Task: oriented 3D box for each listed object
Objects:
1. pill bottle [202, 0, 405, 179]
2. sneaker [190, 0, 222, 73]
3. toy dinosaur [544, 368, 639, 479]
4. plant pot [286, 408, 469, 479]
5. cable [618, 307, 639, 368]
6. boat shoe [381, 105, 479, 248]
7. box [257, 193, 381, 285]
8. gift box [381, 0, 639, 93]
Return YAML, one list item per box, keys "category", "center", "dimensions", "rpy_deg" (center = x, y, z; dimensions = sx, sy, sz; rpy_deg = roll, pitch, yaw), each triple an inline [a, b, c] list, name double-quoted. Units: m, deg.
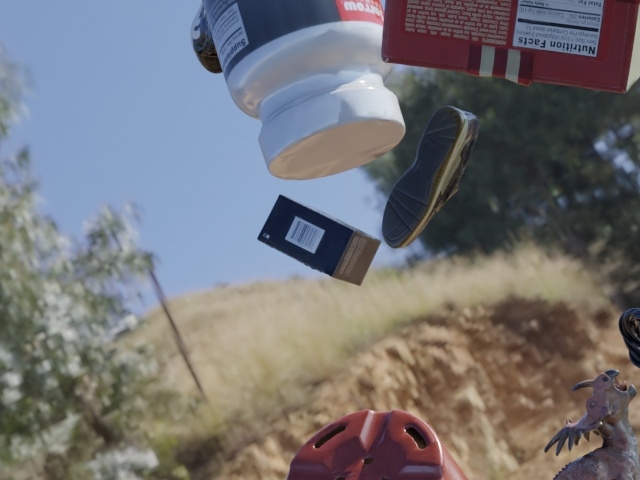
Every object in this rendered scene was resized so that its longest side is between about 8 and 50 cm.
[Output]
- category: "pill bottle"
  center: [-0.029, -0.271, 1.711]
  dimensions: [0.210, 0.363, 0.210]
  rpy_deg: [-16, -16, -5]
- category: "sneaker"
  center: [-0.160, -0.319, 2.238]
  dimensions: [0.079, 0.121, 0.217]
  rpy_deg: [-2, -39, -11]
- category: "toy dinosaur"
  center: [0.377, 0.348, 1.999]
  dimensions: [0.296, 0.200, 0.127]
  rpy_deg: [-44, -22, -24]
- category: "plant pot"
  center: [0.092, 0.357, 1.681]
  dimensions: [0.272, 0.272, 0.265]
  rpy_deg: [-29, -52, 0]
- category: "cable"
  center: [0.526, 0.174, 2.203]
  dimensions: [0.047, 0.184, 0.150]
  rpy_deg: [-35, -36, -8]
- category: "boat shoe"
  center: [0.162, -0.084, 1.993]
  dimensions: [0.073, 0.080, 0.223]
  rpy_deg: [5, -62, -41]
- category: "box"
  center: [0.000, 0.000, 2.428]
  dimensions: [0.093, 0.156, 0.158]
  rpy_deg: [-64, -21, 2]
- category: "gift box"
  center: [0.212, -0.286, 1.266]
  dimensions: [0.258, 0.255, 0.276]
  rpy_deg: [-35, -43, -67]
